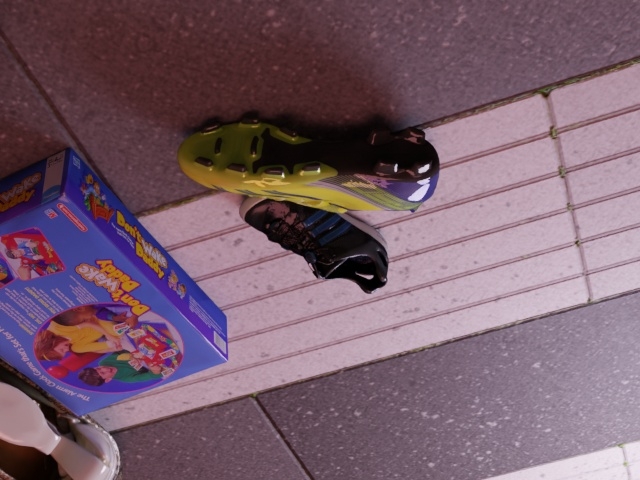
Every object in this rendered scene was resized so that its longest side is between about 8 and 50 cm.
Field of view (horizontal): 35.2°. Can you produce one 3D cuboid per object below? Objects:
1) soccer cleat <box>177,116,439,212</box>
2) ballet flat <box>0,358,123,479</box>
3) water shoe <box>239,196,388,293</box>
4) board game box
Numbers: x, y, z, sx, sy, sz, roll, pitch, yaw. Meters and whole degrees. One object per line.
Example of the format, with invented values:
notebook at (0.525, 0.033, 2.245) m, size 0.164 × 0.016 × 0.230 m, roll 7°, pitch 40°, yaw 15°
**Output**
soccer cleat at (-0.012, -0.067, 1.112) m, size 0.289 × 0.093 × 0.121 m, roll 1°, pitch 143°, yaw -8°
ballet flat at (-0.390, 0.261, 1.336) m, size 0.182 × 0.164 × 0.483 m, roll 5°, pitch 147°, yaw 40°
water shoe at (0.000, 0.000, 1.190) m, size 0.203 × 0.080 × 0.073 m, roll 20°, pitch 130°, yaw -26°
board game box at (-0.299, 0.067, 1.224) m, size 0.233 × 0.078 × 0.347 m, roll -22°, pitch 135°, yaw 15°
